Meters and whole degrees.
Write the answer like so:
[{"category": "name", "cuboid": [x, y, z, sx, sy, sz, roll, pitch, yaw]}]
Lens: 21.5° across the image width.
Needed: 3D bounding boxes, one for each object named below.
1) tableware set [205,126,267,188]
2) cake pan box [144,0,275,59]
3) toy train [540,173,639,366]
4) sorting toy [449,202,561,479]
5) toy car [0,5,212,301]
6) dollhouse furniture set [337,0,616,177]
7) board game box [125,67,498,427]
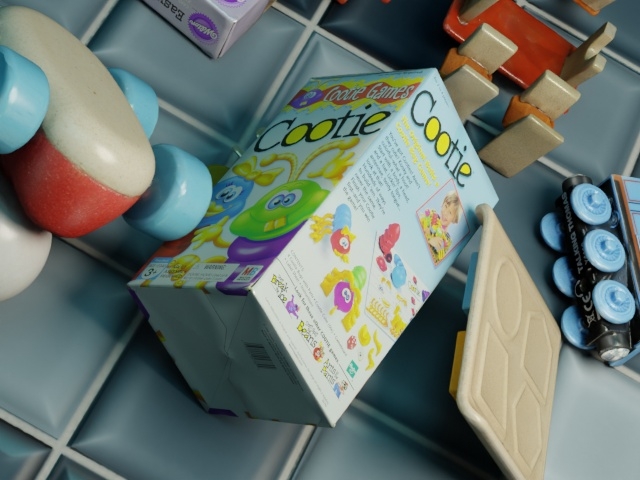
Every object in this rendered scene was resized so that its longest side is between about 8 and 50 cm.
[{"category": "tableware set", "cuboid": [-0.048, -0.037, 1.467, 0.154, 0.024, 0.104, -36, 85, -34]}, {"category": "cake pan box", "cuboid": [-0.113, -0.325, 1.582, 0.267, 0.070, 0.246, 40, 58, 4]}, {"category": "toy train", "cuboid": [0.267, 0.024, 1.519, 0.105, 0.080, 0.184, 5, 60, -25]}, {"category": "sorting toy", "cuboid": [0.152, 0.103, 1.389, 0.038, 0.193, 0.208, -9, 53, 22]}, {"category": "toy car", "cuboid": [-0.253, -0.042, 1.298, 0.219, 0.238, 0.210, 30, 18, -47]}, {"category": "dollhouse furniture set", "cuboid": [0.145, -0.219, 1.606, 0.259, 0.135, 0.262, 35, 55, -13]}, {"category": "board game box", "cuboid": [0.000, 0.000, 1.360, 0.275, 0.142, 0.144, -50, 125, -34]}]
